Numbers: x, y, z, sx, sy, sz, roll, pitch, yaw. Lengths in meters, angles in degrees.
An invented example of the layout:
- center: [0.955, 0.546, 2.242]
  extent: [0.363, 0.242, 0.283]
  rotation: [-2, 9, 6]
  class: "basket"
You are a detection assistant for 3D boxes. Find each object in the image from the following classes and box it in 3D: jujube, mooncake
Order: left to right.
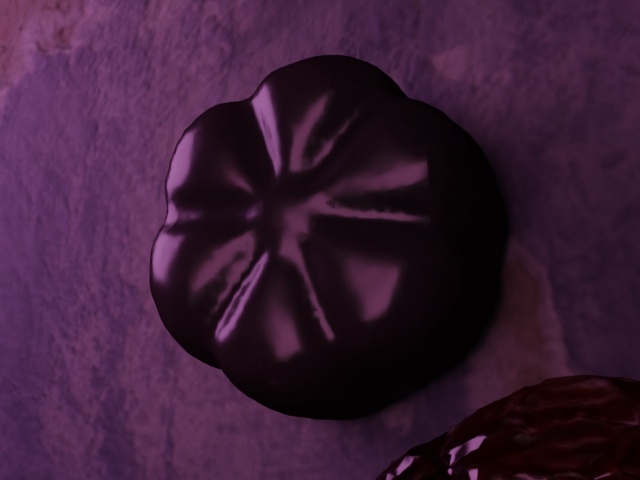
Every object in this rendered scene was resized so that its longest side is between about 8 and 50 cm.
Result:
- center: [0.000, 0.000, 0.978]
  extent: [0.245, 0.133, 0.245]
  rotation: [-8, 72, 24]
  class: "mooncake"
- center: [0.080, 0.217, 0.824]
  extent: [0.342, 0.216, 0.216]
  rotation: [-33, 60, 29]
  class: "jujube"
